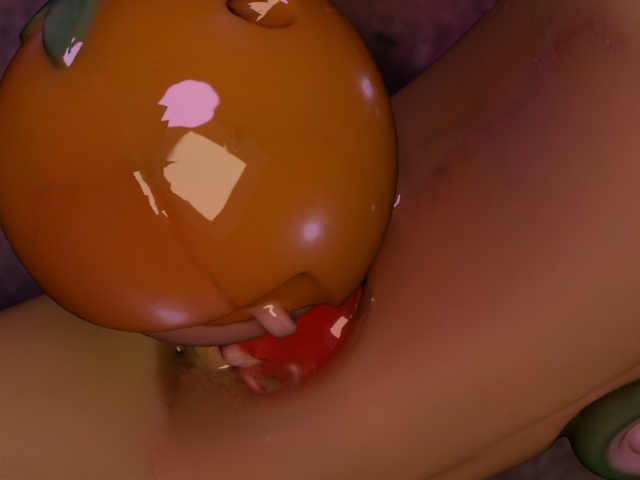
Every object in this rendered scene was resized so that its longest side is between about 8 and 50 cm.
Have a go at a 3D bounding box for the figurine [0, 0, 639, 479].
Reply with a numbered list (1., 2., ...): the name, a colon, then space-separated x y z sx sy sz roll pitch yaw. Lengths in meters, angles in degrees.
1. figurine: 0.000 0.000 0.466 0.325 0.124 0.222 -24 143 14
